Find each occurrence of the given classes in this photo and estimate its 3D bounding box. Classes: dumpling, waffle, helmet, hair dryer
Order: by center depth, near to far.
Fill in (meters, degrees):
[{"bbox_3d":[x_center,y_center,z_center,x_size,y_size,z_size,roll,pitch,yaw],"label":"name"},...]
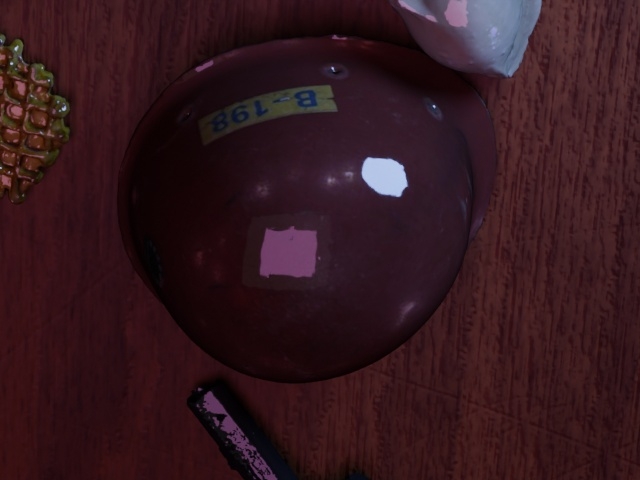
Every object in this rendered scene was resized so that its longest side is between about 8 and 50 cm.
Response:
[{"bbox_3d":[0.000,0.000,1.786,0.385,0.230,0.337,-13,119,1],"label":"helmet"},{"bbox_3d":[0.145,-0.238,1.787,0.111,0.181,0.155,30,94,26],"label":"dumpling"},{"bbox_3d":[-0.344,-0.125,1.892,0.191,0.038,0.191,1,110,3],"label":"waffle"},{"bbox_3d":[-0.060,0.257,2.000,0.197,0.089,0.251,-31,96,16],"label":"hair dryer"}]
